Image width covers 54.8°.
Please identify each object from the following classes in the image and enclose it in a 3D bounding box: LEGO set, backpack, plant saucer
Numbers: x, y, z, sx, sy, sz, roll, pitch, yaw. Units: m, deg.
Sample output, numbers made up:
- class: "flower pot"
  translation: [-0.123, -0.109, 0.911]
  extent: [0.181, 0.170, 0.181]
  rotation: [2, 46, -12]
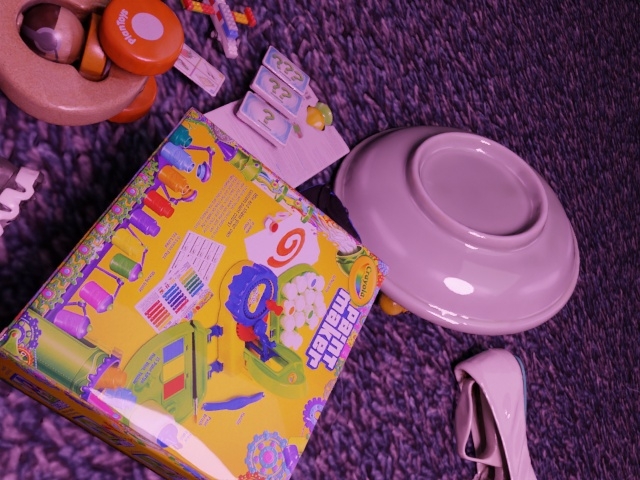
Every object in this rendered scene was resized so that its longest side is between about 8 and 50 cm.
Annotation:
- class: "LEGO set"
  translation: [-0.111, -0.255, 0.803]
  extent: [0.244, 0.060, 0.182]
  rotation: [36, 42, -21]
- class: "backpack"
  translation: [0.000, 0.000, 0.832]
  extent: [0.098, 0.101, 0.120]
  rotation: [-27, 64, -15]
- class: "plant saucer"
  translation: [0.221, -0.055, 0.924]
  extent: [0.401, 0.100, 0.400]
  rotation: [9, 52, -11]

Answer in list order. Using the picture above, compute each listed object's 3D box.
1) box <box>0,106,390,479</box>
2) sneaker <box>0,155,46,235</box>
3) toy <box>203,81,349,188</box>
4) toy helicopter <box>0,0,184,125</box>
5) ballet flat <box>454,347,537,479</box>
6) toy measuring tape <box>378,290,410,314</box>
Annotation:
- class: "box"
  translation: [-0.126, 0.078, 0.645]
  extent: [0.279, 0.177, 0.289]
  rotation: [39, 58, -14]
- class: "sneaker"
  translation: [-0.358, 0.003, 0.560]
  extent: [0.106, 0.078, 0.234]
  rotation: [38, 55, -27]
- class: "toy"
  translation: [-0.065, -0.135, 0.854]
  extent: [0.237, 0.056, 0.136]
  rotation: [-39, 99, -45]
- class: "toy helicopter"
  translation: [-0.312, -0.283, 0.644]
  extent: [0.235, 0.140, 0.354]
  rotation: [-18, 83, -33]
- class: "ballet flat"
  translation: [0.292, 0.385, 1.041]
  extent: [0.139, 0.139, 0.399]
  rotation: [5, 74, -41]
- class: "toy measuring tape"
  translation: [0.181, -0.009, 1.006]
  extent: [0.121, 0.121, 0.330]
  rotation: [47, 54, -25]
